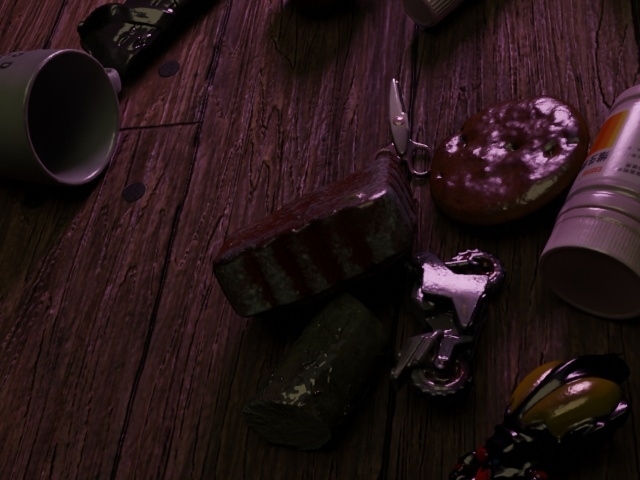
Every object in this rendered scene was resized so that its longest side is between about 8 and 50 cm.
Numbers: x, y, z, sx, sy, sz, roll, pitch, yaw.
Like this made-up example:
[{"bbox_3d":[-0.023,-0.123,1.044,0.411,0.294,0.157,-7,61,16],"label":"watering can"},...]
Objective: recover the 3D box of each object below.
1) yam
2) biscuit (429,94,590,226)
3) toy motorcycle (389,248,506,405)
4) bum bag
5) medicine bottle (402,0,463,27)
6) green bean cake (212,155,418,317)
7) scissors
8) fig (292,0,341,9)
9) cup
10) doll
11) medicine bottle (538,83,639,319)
[{"bbox_3d":[0.006,0.139,1.082,0.107,0.107,0.183,19,58,29],"label":"yam"},{"bbox_3d":[0.224,-0.100,1.215,0.212,0.036,0.212,-23,37,19],"label":"biscuit"},{"bbox_3d":[0.127,0.082,1.099,0.123,0.080,0.215,9,47,19],"label":"toy motorcycle"},{"bbox_3d":[-0.266,-0.383,1.600,0.142,0.079,0.326,26,63,28],"label":"bum bag"},{"bbox_3d":[0.207,-0.394,1.462,0.083,0.083,0.203,32,69,35],"label":"medicine bottle"},{"bbox_3d":[0.000,0.000,1.158,0.233,0.097,0.198,-24,13,9],"label":"green bean cake"},{"bbox_3d":[0.105,-0.149,1.333,0.086,0.022,0.176,-7,53,6],"label":"scissors"},{"bbox_3d":[0.015,-0.431,1.503,0.202,0.148,0.149,-17,14,19],"label":"fig"},{"bbox_3d":[-0.413,-0.192,1.447,0.234,0.186,0.258,7,30,31],"label":"cup"},{"bbox_3d":[0.212,0.194,0.982,0.249,0.088,0.127,-38,51,-10],"label":"doll"},{"bbox_3d":[0.345,-0.046,1.106,0.133,0.133,0.249,16,60,27],"label":"medicine bottle"}]
